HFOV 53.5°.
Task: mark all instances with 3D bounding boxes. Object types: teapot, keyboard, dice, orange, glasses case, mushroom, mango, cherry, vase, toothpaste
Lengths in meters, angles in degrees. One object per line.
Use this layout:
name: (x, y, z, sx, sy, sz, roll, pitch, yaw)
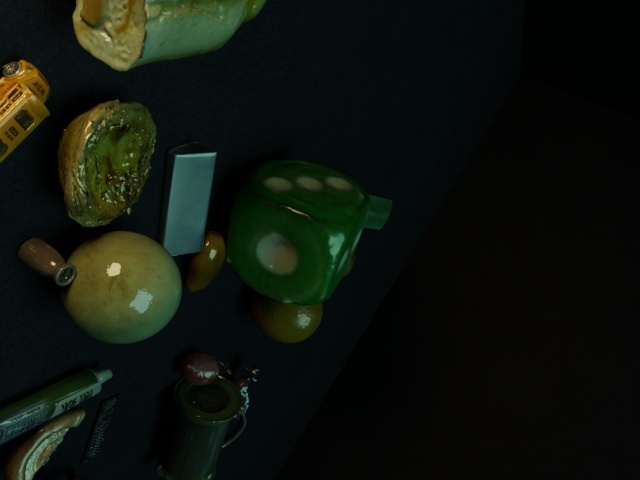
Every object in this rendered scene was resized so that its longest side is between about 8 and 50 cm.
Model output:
teapot: (-0.350, 0.582, 1.916, 0.270, 0.200, 0.337, -4, 125, -40)
keyboard: (-0.559, 0.480, 1.610, 0.064, 0.010, 0.198, -13, 129, -64)
dice: (-0.055, -0.028, 1.647, 0.300, 0.297, 0.287, -52, 160, -58)
orange: (-0.106, 0.205, 1.966, 0.236, 0.236, 0.236, -47, 154, -31)
glasses case: (-0.308, -0.090, 1.427, 0.105, 0.056, 0.266, -8, 128, -33)
mushroom: (-0.606, 0.433, 1.368, 0.209, 0.072, 0.094, -54, 159, -24)
mango: (-0.288, 0.055, 1.585, 0.102, 0.085, 0.184, -39, 154, -52)
cherry: (-0.319, 0.373, 1.844, 0.225, 0.107, 0.090, 17, 87, -55)
vase: (-0.480, 0.039, 1.123, 0.053, 0.101, 0.053, -47, 153, -32)
toothpaste: (-0.592, 0.351, 1.313, 0.392, 0.061, 0.098, -24, 139, -53)

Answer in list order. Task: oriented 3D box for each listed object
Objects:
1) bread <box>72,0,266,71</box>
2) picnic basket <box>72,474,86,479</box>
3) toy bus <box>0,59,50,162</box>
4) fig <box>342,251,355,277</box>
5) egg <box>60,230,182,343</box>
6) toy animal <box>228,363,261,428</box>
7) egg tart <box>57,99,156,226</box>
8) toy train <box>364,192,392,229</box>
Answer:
bread: (-0.215, -0.444, 0.977, 0.341, 0.210, 0.300, -35, 158, -47)
picnic basket: (-0.613, 0.716, 1.495, 0.337, 0.337, 0.293, 6, 104, -66)
toy bus: (-0.460, -0.184, 0.933, 0.162, 0.074, 0.069, -53, 155, -16)
fig: (0.000, 0.000, 2.033, 0.206, 0.206, 0.275, -48, 139, -30)
egg: (-0.383, 0.095, 1.257, 0.218, 0.218, 0.295, -58, 174, -7)
toy animal: (-0.301, 0.533, 2.084, 0.298, 0.122, 0.185, -63, 158, 10)
egg tart: (-0.387, -0.142, 1.126, 0.232, 0.098, 0.252, -55, 162, -31)
toy train: (0.098, -0.118, 2.055, 0.301, 0.202, 0.120, 3, 110, -65)
